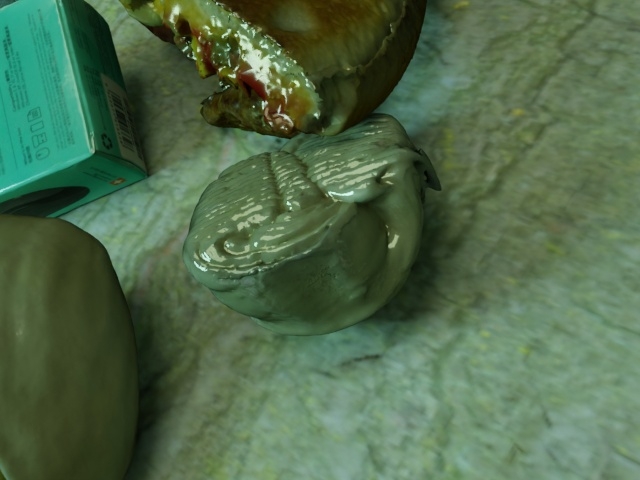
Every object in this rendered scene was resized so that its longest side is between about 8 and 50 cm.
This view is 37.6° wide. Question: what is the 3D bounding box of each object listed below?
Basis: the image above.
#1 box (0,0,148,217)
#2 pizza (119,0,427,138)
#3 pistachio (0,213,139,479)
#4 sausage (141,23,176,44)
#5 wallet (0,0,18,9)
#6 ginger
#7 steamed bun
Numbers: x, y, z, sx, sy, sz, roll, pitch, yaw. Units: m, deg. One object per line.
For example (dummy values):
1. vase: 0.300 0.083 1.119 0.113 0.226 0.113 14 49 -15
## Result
1. box: -0.362 -0.114 1.022 0.311 0.118 0.205 -22 72 14
2. pizza: -0.095 -0.267 0.901 0.406 0.130 0.440 17 42 0
3. pistachio: -0.249 0.106 0.807 0.166 0.197 0.288 -21 64 19
4. sausage: -0.132 -0.334 1.064 0.148 0.148 0.254 14 73 34
5. wallet: -0.456 -0.248 1.240 0.190 0.046 0.379 -40 51 -1
6. ginger: -0.050 -0.158 0.951 0.162 0.073 0.103 12 65 34
7. steamed bun: 0.002 -0.001 0.784 0.211 0.144 0.218 -22 23 0
